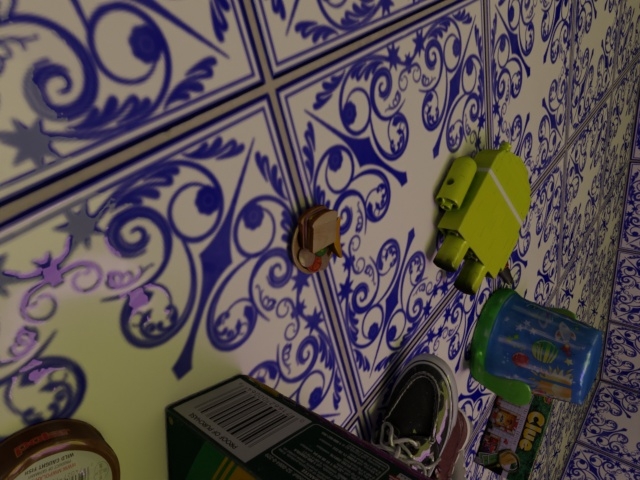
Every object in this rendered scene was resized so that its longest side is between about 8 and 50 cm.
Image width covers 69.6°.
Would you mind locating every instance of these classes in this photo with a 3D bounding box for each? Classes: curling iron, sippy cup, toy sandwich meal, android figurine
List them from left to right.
[{"bbox_3d":[0.000,0.000,0.530,0.086,0.029,0.085,-18,115,-46],"label":"toy sandwich meal"},{"bbox_3d":[0.293,-0.047,0.817,0.248,0.056,0.272,40,72,-38],"label":"android figurine"},{"bbox_3d":[0.394,0.037,1.003,0.274,0.035,0.068,45,67,-46],"label":"curling iron"},{"bbox_3d":[0.490,0.247,1.033,0.305,0.224,0.240,-58,137,-20],"label":"sippy cup"}]

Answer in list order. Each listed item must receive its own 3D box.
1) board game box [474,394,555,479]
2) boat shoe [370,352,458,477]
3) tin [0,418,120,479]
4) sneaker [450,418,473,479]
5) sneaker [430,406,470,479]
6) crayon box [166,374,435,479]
[{"bbox_3d":[0.511,0.485,1.201,0.030,0.136,0.259,40,70,-49],"label":"board game box"},{"bbox_3d":[0.126,0.329,0.717,0.105,0.113,0.305,7,105,-65],"label":"boat shoe"},{"bbox_3d":[-0.210,0.232,0.350,0.106,0.040,0.189,-5,106,-45],"label":"tin"},{"bbox_3d":[0.258,0.474,0.909,0.262,0.121,0.099,-45,133,-32],"label":"sneaker"},{"bbox_3d":[0.173,0.391,0.814,0.162,0.107,0.281,59,47,-35],"label":"sneaker"},{"bbox_3d":[0.013,0.333,0.386,0.106,0.363,0.312,-11,110,-48],"label":"crayon box"}]
